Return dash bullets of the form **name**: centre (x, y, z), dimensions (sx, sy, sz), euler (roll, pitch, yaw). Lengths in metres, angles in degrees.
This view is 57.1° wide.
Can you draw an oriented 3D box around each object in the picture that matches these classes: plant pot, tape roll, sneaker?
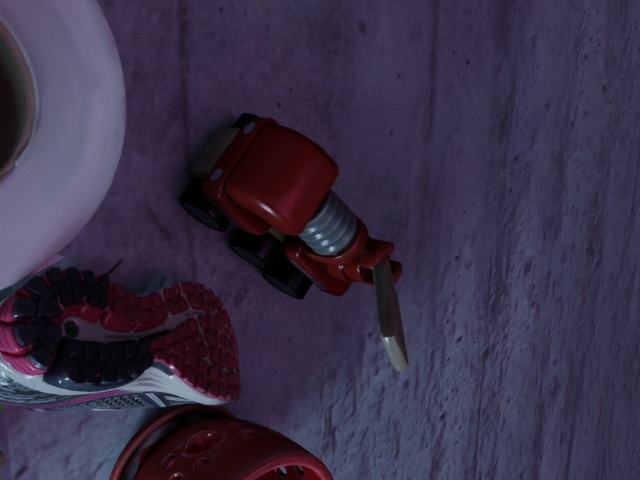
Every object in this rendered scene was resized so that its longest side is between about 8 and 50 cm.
- **plant pot**: centre (-0.105, 0.271, 0.595), dimensions (0.191, 0.174, 0.191), euler (-11, 106, -41)
- **tape roll**: centre (-0.284, -0.098, 0.397), dimensions (0.286, 0.100, 0.286), euler (-11, 107, -41)
- **sneaker**: centre (-0.178, 0.097, 0.541), dimensions (0.299, 0.112, 0.121), euler (30, 41, -57)

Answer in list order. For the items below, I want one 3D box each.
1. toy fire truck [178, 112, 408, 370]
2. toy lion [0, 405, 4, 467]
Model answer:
- **toy fire truck**: centre (0.000, 0.000, 0.580), dimensions (0.217, 0.246, 0.158), euler (47, 68, -39)
- **toy lion**: centre (-0.306, 0.142, 0.482), dimensions (0.096, 0.034, 0.100), euler (12, 92, -37)
